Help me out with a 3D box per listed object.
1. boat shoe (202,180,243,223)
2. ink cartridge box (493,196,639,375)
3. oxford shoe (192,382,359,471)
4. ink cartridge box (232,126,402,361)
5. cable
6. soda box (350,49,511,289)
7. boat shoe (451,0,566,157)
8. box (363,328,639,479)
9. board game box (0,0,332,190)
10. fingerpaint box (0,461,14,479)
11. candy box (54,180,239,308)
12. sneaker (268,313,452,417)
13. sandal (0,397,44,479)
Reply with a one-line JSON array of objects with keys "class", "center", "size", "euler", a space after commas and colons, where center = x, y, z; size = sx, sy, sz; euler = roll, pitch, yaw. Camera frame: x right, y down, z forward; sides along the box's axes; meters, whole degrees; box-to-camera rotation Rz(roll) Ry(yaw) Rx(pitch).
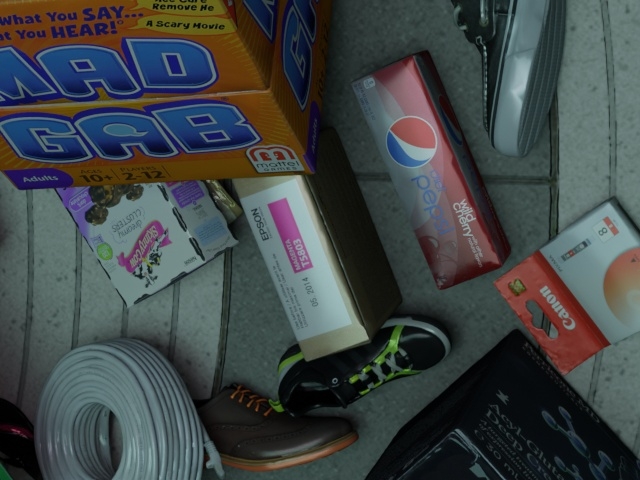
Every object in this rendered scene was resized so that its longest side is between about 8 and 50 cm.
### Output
[{"class": "boat shoe", "center": [-0.141, -0.080, 1.963], "size": [0.045, 0.050, 0.135], "euler": [-30, 93, -5]}, {"class": "ink cartridge box", "center": [0.308, 0.057, 1.867], "size": [0.179, 0.045, 0.145], "euler": [-37, 90, 17]}, {"class": "oxford shoe", "center": [-0.087, 0.227, 1.986], "size": [0.271, 0.097, 0.098], "euler": [-5, 96, 17]}, {"class": "ink cartridge box", "center": [0.000, 0.000, 1.860], "size": [0.088, 0.193, 0.234], "euler": [-19, 95, 18]}, {"class": "cable", "center": [-0.252, 0.250, 1.988], "size": [0.257, 0.089, 0.257], "euler": [-40, 66, 36]}, {"class": "soda box", "center": [0.130, -0.082, 1.859], "size": [0.083, 0.092, 0.263], "euler": [-22, 95, 18]}, {"class": "boat shoe", "center": [0.206, -0.263, 1.801], "size": [0.119, 0.121, 0.335], "euler": [7, 93, 22]}, {"class": "box", "center": [0.210, 0.313, 1.761], "size": [0.212, 0.395, 0.293], "euler": [-44, 88, 19]}, {"class": "board game box", "center": [-0.203, -0.297, 1.696], "size": [0.356, 0.356, 0.356], "euler": [-3, 63, 16]}, {"class": "fingerpaint box", "center": [-0.559, 0.213, 1.969], "size": [0.163, 0.371, 0.445], "euler": [-37, 90, -22]}, {"class": "candy box", "center": [-0.216, -0.039, 1.949], "size": [0.165, 0.070, 0.196], "euler": [-30, 92, 41]}, {"class": "sneaker", "center": [0.049, 0.163, 1.922], "size": [0.235, 0.097, 0.084], "euler": [-18, 127, 24]}, {"class": "sandal", "center": [-0.395, 0.268, 2.107], "size": [0.179, 0.040, 0.067], "euler": [38, 109, 5]}]
